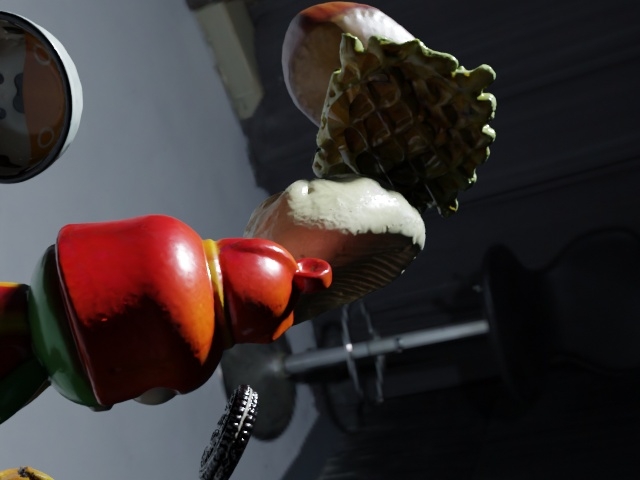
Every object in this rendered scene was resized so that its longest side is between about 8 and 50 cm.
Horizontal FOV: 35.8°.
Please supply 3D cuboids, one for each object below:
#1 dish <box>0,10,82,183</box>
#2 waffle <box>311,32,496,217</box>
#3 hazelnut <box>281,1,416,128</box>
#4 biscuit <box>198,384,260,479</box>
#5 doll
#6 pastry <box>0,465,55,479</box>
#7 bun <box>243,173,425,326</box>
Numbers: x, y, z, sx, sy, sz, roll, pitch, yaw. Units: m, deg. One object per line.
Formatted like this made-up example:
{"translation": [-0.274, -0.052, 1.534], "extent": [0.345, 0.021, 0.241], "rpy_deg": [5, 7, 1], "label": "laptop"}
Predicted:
{"translation": [-0.497, -0.234, 1.608], "extent": [0.120, 0.303, 0.303], "rpy_deg": [-31, 105, -68], "label": "dish"}
{"translation": [0.099, -0.125, 1.161], "extent": [0.054, 0.204, 0.223], "rpy_deg": [-74, 178, -56], "label": "waffle"}
{"translation": [0.041, -0.230, 1.380], "extent": [0.210, 0.210, 0.186], "rpy_deg": [47, 46, -43], "label": "hazelnut"}
{"translation": [-0.079, 0.170, 0.851], "extent": [0.027, 0.089, 0.087], "rpy_deg": [25, 52, -7], "label": "biscuit"}
{"translation": [-0.168, 0.060, 0.866], "extent": [0.183, 0.363, 0.160], "rpy_deg": [-114, -164, -64], "label": "doll"}
{"translation": [-0.383, 0.475, 1.327], "extent": [0.163, 0.356, 0.356], "rpy_deg": [-19, 95, -35], "label": "pastry"}
{"translation": [0.000, 0.000, 1.118], "extent": [0.133, 0.231, 0.231], "rpy_deg": [59, 22, 19], "label": "bun"}
